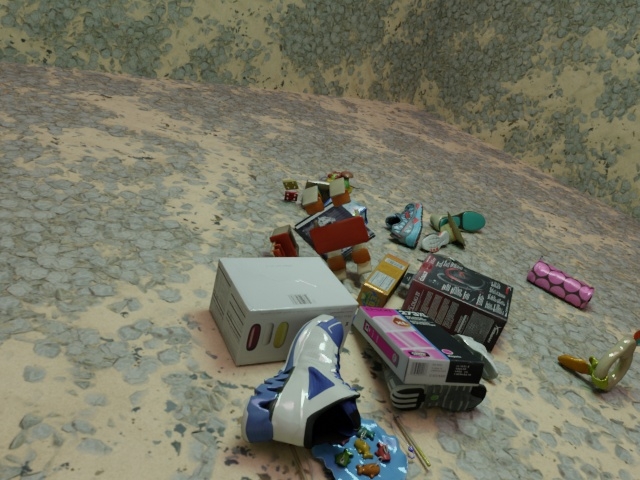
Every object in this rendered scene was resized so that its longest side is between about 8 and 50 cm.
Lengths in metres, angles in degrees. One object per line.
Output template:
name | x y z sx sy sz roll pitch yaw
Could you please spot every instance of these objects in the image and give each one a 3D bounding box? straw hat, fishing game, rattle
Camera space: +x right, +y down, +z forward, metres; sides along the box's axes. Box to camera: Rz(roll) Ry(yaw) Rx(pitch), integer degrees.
straw hat | 0.467 -0.028 2.025 0.061 0.144 0.144 -26 29 7
fishing game | 0.073 0.381 1.024 0.264 0.041 0.189 4 26 -24
rattle | 0.748 0.280 1.452 0.130 0.199 0.143 30 4 -23

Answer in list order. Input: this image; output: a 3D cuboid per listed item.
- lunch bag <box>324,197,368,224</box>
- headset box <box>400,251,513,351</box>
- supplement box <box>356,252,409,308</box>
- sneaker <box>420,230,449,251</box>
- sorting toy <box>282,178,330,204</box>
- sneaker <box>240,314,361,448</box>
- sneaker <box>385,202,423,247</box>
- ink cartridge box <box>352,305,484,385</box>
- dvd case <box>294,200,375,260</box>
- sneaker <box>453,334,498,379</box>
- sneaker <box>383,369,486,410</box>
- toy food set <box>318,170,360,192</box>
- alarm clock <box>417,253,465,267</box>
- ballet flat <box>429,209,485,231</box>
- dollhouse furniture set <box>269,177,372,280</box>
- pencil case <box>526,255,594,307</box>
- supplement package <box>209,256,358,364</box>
lunch bag | 0.061 -0.070 1.838 0.151 0.096 0.129 -37 52 -24
headset box | 0.371 0.156 1.559 0.293 0.110 0.218 24 27 13
supplement box | 0.174 0.119 1.553 0.080 0.078 0.233 28 29 15
sneaker | 0.387 0.004 1.949 0.065 0.061 0.158 4 11 43
sorting toy | -0.001 -0.147 1.922 0.274 0.132 0.046 9 57 -8
sneaker | 0.006 0.283 1.048 0.182 0.127 0.315 12 30 20
sneaker | 0.295 -0.076 1.976 0.125 0.104 0.262 15 26 1
ink cartridge box | 0.198 0.220 1.282 0.176 0.069 0.371 7 10 -18
dvd case | 0.041 -0.029 1.730 0.164 0.018 0.221 -33 47 -13
sneaker | 0.396 0.284 1.389 0.061 0.053 0.152 4 29 -31
sneaker | 0.245 0.302 1.231 0.229 0.086 0.132 6 26 -19
toy food set | 0.068 -0.240 2.193 0.128 0.071 0.218 28 28 21
alarm clock | 0.396 0.108 1.720 0.129 0.064 0.192 -7 32 -40
ballet flat | 0.524 -0.077 2.151 0.248 0.086 0.086 -1 31 -30
dollhouse furniture set | 0.000 0.000 1.518 0.259 0.262 0.135 -16 27 9
pencil case | 0.810 0.142 1.877 0.209 0.095 0.098 35 16 28
supplement package | -0.087 0.150 1.257 0.262 0.145 0.204 0 30 -30
